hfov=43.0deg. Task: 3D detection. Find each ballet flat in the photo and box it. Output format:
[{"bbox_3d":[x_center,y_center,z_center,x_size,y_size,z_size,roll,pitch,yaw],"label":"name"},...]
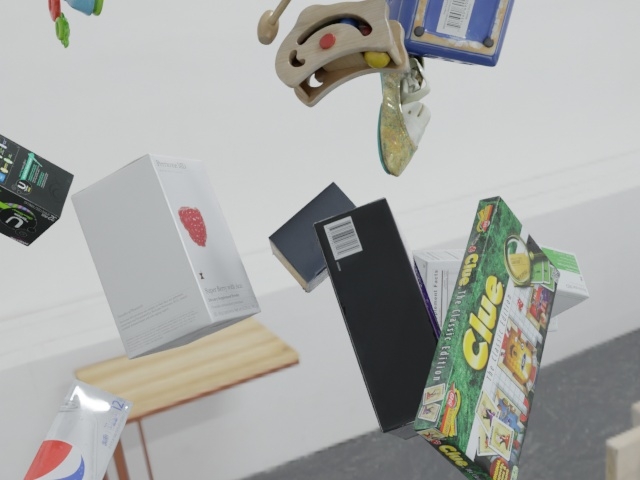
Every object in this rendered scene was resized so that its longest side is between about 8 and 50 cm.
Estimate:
[{"bbox_3d":[0.187,-0.293,1.768,0.123,0.123,0.348,-3,52,9],"label":"ballet flat"}]

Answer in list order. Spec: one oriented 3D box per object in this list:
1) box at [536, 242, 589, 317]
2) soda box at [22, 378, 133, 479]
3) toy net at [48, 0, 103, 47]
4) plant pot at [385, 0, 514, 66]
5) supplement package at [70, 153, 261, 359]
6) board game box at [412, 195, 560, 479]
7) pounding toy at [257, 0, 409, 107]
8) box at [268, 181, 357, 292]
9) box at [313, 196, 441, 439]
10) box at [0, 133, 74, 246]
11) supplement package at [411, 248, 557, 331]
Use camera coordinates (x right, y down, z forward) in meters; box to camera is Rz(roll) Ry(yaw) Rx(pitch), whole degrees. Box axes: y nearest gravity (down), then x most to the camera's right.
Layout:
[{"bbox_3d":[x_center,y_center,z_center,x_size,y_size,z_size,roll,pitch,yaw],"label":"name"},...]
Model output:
[{"bbox_3d":[0.360,0.070,1.329,0.101,0.087,0.102,13,-35,-34],"label":"box"},{"bbox_3d":[-0.335,0.320,1.037,0.091,0.098,0.286,25,36,-9],"label":"soda box"},{"bbox_3d":[-0.328,-0.366,1.041,0.045,0.122,0.232,-7,64,-27],"label":"toy net"},{"bbox_3d":[0.242,-0.454,1.539,0.236,0.235,0.212,10,18,-9],"label":"plant pot"},{"bbox_3d":[-0.257,0.024,1.366,0.175,0.292,0.177,-25,-8,21],"label":"supplement package"},{"bbox_3d":[0.168,0.097,0.782,0.030,0.136,0.259,-14,43,44],"label":"board game box"},{"bbox_3d":[-0.003,-0.321,1.319,0.270,0.154,0.155,3,-20,31],"label":"pounding toy"},{"bbox_3d":[0.000,0.000,1.445,0.153,0.108,0.207,-41,-6,-7],"label":"box"},{"bbox_3d":[0.092,0.103,1.008,0.103,0.261,0.184,-20,-19,5],"label":"box"},{"bbox_3d":[-0.268,-0.045,0.697,0.062,0.083,0.052,-32,40,37],"label":"box"},{"bbox_3d":[0.290,0.088,1.473,0.244,0.138,0.134,0,8,-8],"label":"supplement package"}]
